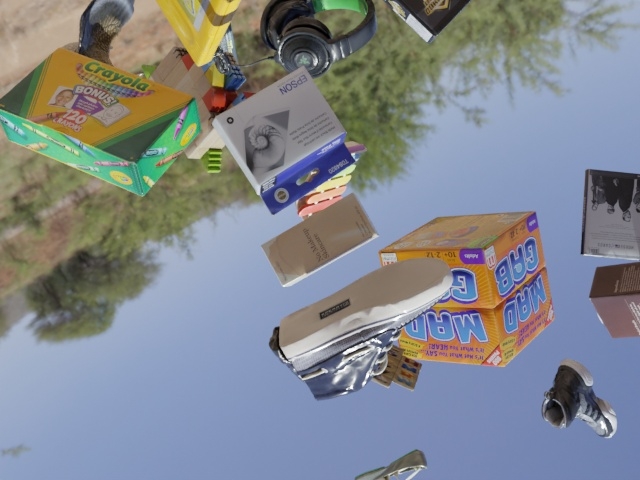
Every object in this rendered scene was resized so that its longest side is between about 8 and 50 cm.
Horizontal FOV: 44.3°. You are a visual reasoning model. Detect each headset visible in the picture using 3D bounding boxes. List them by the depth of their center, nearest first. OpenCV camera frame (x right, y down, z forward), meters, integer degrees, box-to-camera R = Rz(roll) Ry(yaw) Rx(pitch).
[{"bbox_3d":[-0.065,-0.489,1.806,0.394,0.185,0.243,-25,-135,-5],"label":"headset"}]

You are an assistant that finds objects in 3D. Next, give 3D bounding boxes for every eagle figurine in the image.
[{"bbox_3d":[-0.489,-0.400,1.689,0.226,0.298,0.225,-12,153,-5],"label":"eagle figurine"}]

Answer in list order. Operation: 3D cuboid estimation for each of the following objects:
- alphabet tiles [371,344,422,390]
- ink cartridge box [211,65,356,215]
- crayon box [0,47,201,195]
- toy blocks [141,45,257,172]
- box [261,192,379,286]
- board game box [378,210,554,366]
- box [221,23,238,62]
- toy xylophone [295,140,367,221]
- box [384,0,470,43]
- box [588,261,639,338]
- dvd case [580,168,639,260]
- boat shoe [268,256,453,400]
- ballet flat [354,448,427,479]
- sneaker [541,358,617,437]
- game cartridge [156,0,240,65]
[{"bbox_3d":[0.116,0.284,1.981,0.342,0.285,0.011,-27,140,-77],"label":"alphabet tiles"},{"bbox_3d":[-0.065,-0.200,1.563,0.223,0.224,0.045,-35,-175,-18],"label":"ink cartridge box"},{"bbox_3d":[-0.354,-0.195,1.259,0.165,0.278,0.081,-57,159,-33],"label":"crayon box"},{"bbox_3d":[-0.323,-0.421,2.194,0.261,0.381,0.190,-41,159,32],"label":"toy blocks"},{"bbox_3d":[0.000,0.000,2.276,0.311,0.148,0.121,-31,175,6],"label":"box"},{"bbox_3d":[0.450,0.137,2.392,0.356,0.357,0.356,-2,-163,41],"label":"board game box"},{"bbox_3d":[-0.330,-0.677,2.449,0.059,0.183,0.233,-24,151,-11],"label":"box"},{"bbox_3d":[0.005,-0.184,2.470,0.236,0.081,0.323,-25,154,-39],"label":"toy xylophone"},{"bbox_3d":[0.256,-0.674,1.864,0.295,0.293,0.073,-46,-176,-7],"label":"box"},{"bbox_3d":[0.982,0.160,2.213,0.381,0.191,0.143,-11,-141,39],"label":"box"},{"bbox_3d":[0.810,-0.070,2.158,0.179,0.239,0.029,5,177,-6],"label":"dvd case"},{"bbox_3d":[0.092,0.160,1.384,0.340,0.158,0.127,-23,-151,13],"label":"boat shoe"},{"bbox_3d":[0.196,0.647,2.172,0.213,0.068,0.072,-26,154,7],"label":"ballet flat"},{"bbox_3d":[0.659,0.444,2.029,0.153,0.269,0.101,-43,-157,-21],"label":"sneaker"},{"bbox_3d":[-0.275,-0.546,1.589,0.052,0.285,0.323,-31,177,-28],"label":"game cartridge"}]
